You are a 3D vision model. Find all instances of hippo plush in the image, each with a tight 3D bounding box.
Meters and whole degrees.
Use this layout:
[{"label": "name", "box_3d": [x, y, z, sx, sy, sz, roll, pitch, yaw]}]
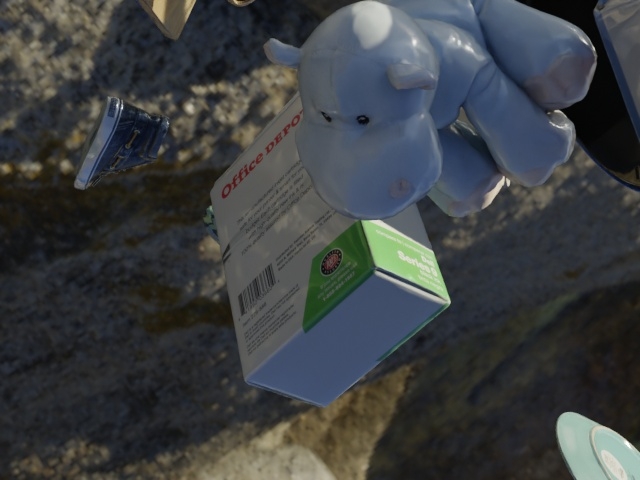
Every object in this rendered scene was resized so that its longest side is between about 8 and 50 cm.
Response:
[{"label": "hippo plush", "box_3d": [0.096, -0.134, 0.979, 0.236, 0.234, 0.294, -39, 136, -59]}]

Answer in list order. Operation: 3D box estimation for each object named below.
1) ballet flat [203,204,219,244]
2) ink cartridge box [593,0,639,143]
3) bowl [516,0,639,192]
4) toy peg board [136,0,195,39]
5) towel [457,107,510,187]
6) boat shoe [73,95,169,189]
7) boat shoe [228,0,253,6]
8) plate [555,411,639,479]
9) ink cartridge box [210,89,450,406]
[{"label": "ballet flat", "box_3d": [-0.073, 0.007, 1.585, 0.188, 0.070, 0.070, 31, 106, -29]}, {"label": "ink cartridge box", "box_3d": [0.434, -0.074, 0.951, 0.395, 0.270, 0.151, 24, 130, -24]}, {"label": "bowl", "box_3d": [0.340, -0.229, 1.354, 0.077, 0.391, 0.391, -26, 146, -8]}, {"label": "toy peg board", "box_3d": [-0.181, -0.331, 1.282, 0.160, 0.079, 0.161, 51, 62, -75]}, {"label": "towel", "box_3d": [0.143, -0.159, 1.681, 0.049, 0.282, 0.187, 4, 89, -64]}, {"label": "boat shoe", "box_3d": [-0.252, -0.108, 1.467, 0.083, 0.065, 0.183, 17, 148, -18]}, {"label": "boat shoe", "box_3d": [-0.038, -0.306, 1.214, 0.170, 0.059, 0.063, -44, 131, 15]}, {"label": "plate", "box_3d": [0.312, 0.246, 1.189, 0.024, 0.188, 0.188, -44, 149, 23]}, {"label": "ink cartridge box", "box_3d": [0.000, 0.000, 1.290, 0.121, 0.289, 0.211, 23, 127, -35]}]
